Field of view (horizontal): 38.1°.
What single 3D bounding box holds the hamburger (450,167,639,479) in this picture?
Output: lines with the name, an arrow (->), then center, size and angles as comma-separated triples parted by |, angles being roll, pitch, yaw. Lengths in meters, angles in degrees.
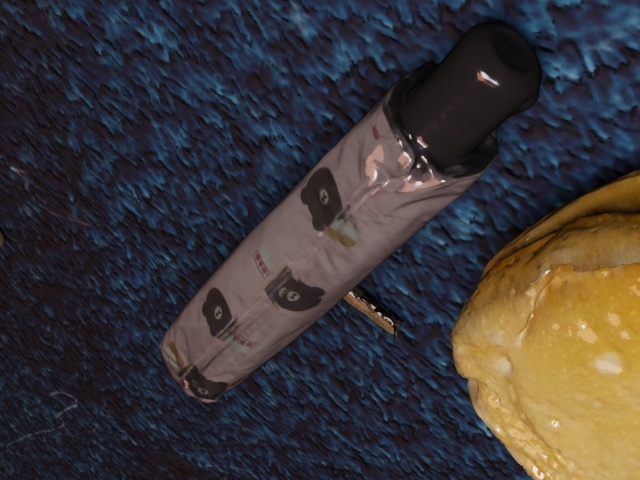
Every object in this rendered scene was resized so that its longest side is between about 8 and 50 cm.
hamburger -> 0.169, 0.069, 0.430 | 0.213, 0.108, 0.214 | 21, 138, 20

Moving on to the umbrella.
umbrella -> 0.000, 0.000, 0.517 | 0.067, 0.073, 0.337 | 38, 136, -7

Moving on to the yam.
yam -> 0.010, 0.026, 0.593 | 0.107, 0.014, 0.014 | 37, 141, 5

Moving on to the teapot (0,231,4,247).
teapot -> -0.331, 0.013, 0.812 | 0.110, 0.085, 0.080 | 4, 134, 11
